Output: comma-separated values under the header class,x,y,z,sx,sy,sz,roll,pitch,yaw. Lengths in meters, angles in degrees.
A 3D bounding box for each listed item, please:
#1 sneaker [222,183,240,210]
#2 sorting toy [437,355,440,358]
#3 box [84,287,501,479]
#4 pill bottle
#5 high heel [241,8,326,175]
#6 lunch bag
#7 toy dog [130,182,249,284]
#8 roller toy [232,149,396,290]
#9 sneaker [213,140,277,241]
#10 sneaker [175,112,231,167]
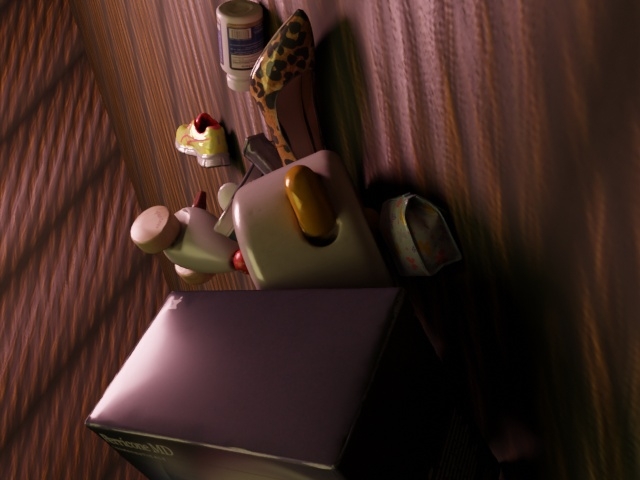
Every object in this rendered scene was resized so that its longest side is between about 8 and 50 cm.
class,x,y,z,sx,sy,sz,roll,pitch,yaw
sneaker,-0.146,-0.032,1.254,0.084,0.058,0.152,-1,102,63
sorting toy,0.079,0.246,0.864,0.126,0.127,0.365,50,146,8
box,-0.017,0.208,0.659,0.296,0.183,0.294,-4,132,35
pill bottle,-0.116,-0.284,0.957,0.067,0.067,0.120,54,153,40
high heel,-0.007,-0.139,0.819,0.186,0.093,0.261,45,144,18
lunch bag,0.099,-0.009,0.669,0.083,0.053,0.071,63,162,-4
toy dog,-0.149,-0.015,1.115,0.220,0.333,0.161,76,-150,-62
roller toy,0.000,0.000,0.740,0.191,0.146,0.209,-98,-17,-68
sneaker,-0.050,-0.046,0.967,0.086,0.163,0.226,-53,12,38
sneaker,-0.238,-0.218,1.327,0.208,0.081,0.094,32,130,50
